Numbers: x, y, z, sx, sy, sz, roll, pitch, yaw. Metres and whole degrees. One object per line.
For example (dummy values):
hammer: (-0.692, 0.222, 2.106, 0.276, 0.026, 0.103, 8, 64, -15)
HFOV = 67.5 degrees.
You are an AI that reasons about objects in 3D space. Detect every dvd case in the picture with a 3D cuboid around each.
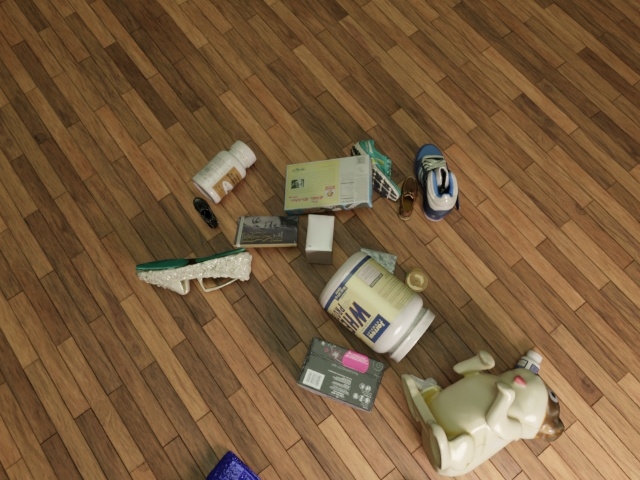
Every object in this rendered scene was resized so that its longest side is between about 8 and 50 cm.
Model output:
dvd case: (-0.193, -0.035, 1.727, 0.221, 0.018, 0.164, -2, 40, 0)

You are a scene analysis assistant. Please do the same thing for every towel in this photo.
towel: (-0.299, 0.838, 1.451, 0.228, 0.076, 0.308, 37, 76, 13)

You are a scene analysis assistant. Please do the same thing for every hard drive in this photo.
hard drive: (0.200, 0.085, 1.724, 0.135, 0.022, 0.094, 13, 72, 5)

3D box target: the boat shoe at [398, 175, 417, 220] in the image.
boat shoe: (0.330, -0.163, 1.785, 0.064, 0.060, 0.178, 11, 72, 4)

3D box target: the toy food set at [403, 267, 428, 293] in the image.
toy food set: (0.339, 0.144, 1.704, 0.082, 0.020, 0.083, -33, 75, -9)

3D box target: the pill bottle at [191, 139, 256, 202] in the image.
pill bottle: (-0.353, -0.259, 1.786, 0.131, 0.131, 0.229, 40, 76, 12)

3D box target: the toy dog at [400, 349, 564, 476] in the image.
toy dog: (0.498, 0.523, 1.405, 0.408, 0.284, 0.395, -19, 108, -4)

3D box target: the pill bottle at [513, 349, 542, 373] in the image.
pill bottle: (0.680, 0.426, 1.582, 0.067, 0.067, 0.120, 35, 76, 11)

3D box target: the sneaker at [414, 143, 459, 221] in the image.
sneaker: (0.424, -0.246, 1.718, 0.130, 0.236, 0.322, -1, 72, 0)

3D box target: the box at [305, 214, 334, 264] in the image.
box: (0.000, 0.000, 1.676, 0.091, 0.170, 0.130, 4, 73, 2)

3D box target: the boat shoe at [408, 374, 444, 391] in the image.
boat shoe: (0.361, 0.486, 1.570, 0.184, 0.066, 0.063, 31, 65, 11)

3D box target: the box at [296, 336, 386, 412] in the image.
box: (0.066, 0.434, 1.548, 0.247, 0.142, 0.163, 19, 74, 8)

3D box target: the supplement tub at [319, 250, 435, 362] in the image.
supplement tub: (0.184, 0.216, 1.568, 0.325, 0.235, 0.235, 39, 76, 12)

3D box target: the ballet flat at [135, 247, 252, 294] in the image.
ballet flat: (-0.436, 0.120, 1.667, 0.409, 0.147, 0.147, -9, 72, -3)

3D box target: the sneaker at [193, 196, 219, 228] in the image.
sneaker: (-0.421, -0.105, 1.758, 0.051, 0.089, 0.170, -34, 75, -10)

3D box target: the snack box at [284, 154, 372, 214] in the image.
snack box: (0.027, -0.200, 1.752, 0.322, 0.060, 0.187, -4, 70, 19)

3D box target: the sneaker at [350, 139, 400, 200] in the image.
sneaker: (0.225, -0.273, 1.805, 0.110, 0.107, 0.275, -27, 73, -17)
